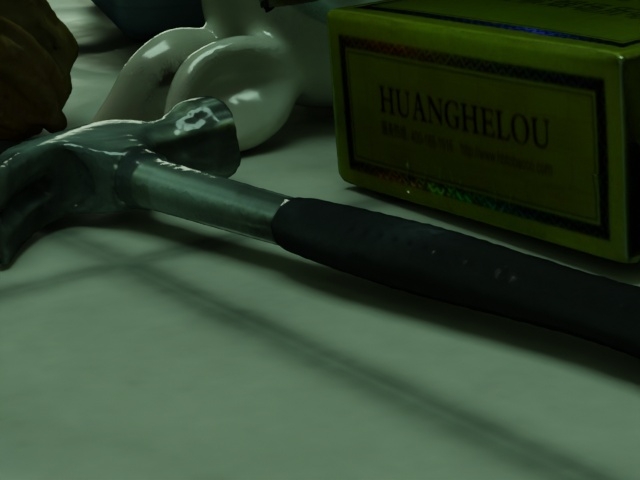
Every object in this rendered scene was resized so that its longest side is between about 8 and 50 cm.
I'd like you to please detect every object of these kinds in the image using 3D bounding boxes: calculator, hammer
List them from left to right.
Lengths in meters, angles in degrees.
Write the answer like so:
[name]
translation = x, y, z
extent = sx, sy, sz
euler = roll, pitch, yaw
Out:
[calculator]
translation = -0.057, -0.135, 0.912
extent = 0.121, 0.039, 0.210
euler = -9, 18, -12
[hammer]
translation = 0.000, 0.000, 0.478
extent = 0.103, 0.029, 0.246
euler = -17, 23, -38

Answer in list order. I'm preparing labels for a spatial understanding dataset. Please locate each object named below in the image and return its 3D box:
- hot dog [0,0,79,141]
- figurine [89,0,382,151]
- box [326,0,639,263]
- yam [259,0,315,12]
[hot dog]
translation = -0.210, -0.079, 0.629
extent = 0.259, 0.114, 0.175
euler = -15, 21, -32
[figurine]
translation = 0.017, -0.120, 0.669
extent = 0.235, 0.155, 0.127
euler = -23, 39, -37
[box]
translation = 0.132, -0.055, 0.565
extent = 0.220, 0.064, 0.141
euler = -16, 18, -30
[yam]
translation = 0.025, -0.086, 0.573
extent = 0.107, 0.014, 0.014
euler = -4, 14, 33
